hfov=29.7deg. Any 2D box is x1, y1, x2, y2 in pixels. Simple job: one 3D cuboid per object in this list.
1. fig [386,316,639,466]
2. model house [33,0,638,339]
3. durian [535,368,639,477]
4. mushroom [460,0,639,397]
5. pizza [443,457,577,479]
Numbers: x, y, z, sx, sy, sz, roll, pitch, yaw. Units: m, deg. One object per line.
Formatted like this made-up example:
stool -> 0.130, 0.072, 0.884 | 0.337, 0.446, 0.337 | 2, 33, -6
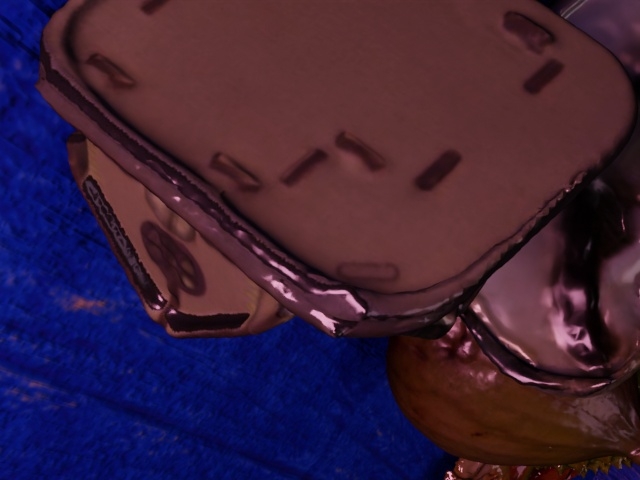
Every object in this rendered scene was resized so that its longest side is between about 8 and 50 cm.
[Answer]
fig -> 0.207, 0.141, 1.040 | 0.217, 0.321, 0.217 | -38, 154, -22
model house -> 0.000, 0.000, 0.618 | 0.205, 0.218, 0.278 | -39, 157, -28
durian -> 0.271, 0.119, 1.272 | 0.291, 0.225, 0.291 | -56, -166, 22
mushroom -> 0.225, -0.049, 0.921 | 0.130, 0.247, 0.344 | 25, 82, -77
pizza -> 0.289, 0.266, 1.601 | 0.406, 0.130, 0.440 | -40, 153, -33
